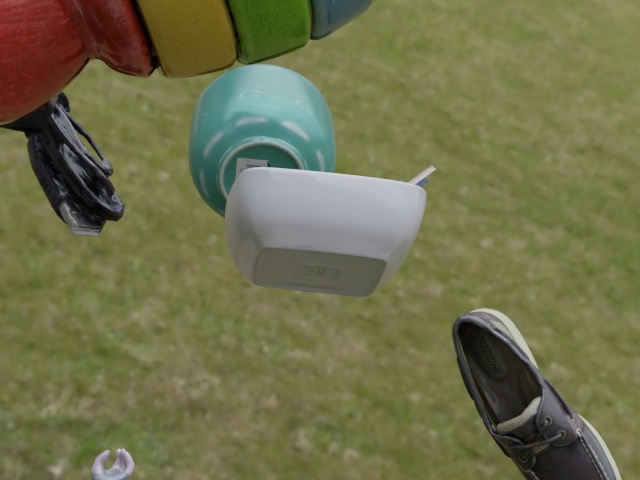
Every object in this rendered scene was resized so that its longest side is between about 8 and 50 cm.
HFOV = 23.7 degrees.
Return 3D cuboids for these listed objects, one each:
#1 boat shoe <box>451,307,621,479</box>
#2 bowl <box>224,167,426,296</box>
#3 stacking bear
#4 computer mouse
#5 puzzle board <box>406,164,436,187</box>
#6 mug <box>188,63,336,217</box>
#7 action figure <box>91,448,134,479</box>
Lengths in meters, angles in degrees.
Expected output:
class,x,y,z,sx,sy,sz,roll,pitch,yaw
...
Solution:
class,x,y,z,sx,sy,sz,roll,pitch,yaw
boat shoe,0.122,0.108,0.905,0.152,0.056,0.049,54,18,17
bowl,0.000,0.000,1.110,0.142,0.053,0.142,7,-20,-6
stacking bear,-0.075,-0.148,0.707,0.289,0.175,0.164,-26,65,-6
computer mouse,-0.216,-0.116,0.899,0.188,0.072,0.272,62,1,28
puzzle board,0.035,-0.014,1.294,0.128,0.096,0.011,-35,88,-42
mug,-0.042,-0.067,1.337,0.158,0.129,0.097,45,20,-24
action figure,-0.276,0.357,1.517,0.248,0.275,0.370,-5,-2,-24
